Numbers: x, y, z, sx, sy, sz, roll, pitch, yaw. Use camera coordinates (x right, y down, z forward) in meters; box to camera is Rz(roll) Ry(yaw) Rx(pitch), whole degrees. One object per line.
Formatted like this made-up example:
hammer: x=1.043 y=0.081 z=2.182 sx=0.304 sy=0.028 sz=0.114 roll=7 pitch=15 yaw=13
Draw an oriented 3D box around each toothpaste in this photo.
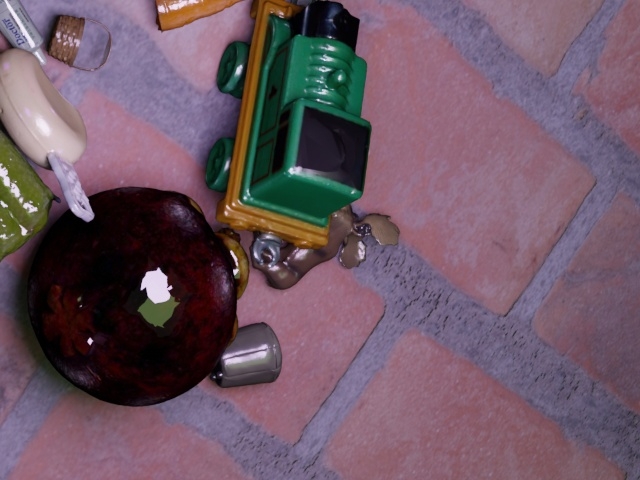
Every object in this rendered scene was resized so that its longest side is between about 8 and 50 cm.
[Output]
toothpaste: x=-0.436 y=-0.328 z=1.738 sx=0.064 sy=0.041 sz=0.218 roll=-35 pitch=112 yaw=-8

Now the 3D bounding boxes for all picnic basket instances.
picnic basket: x=-0.331 y=-0.272 z=1.781 sx=0.083 sy=0.072 sz=0.072 roll=15 pitch=96 yaw=-17

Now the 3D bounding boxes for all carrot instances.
carrot: x=-0.142 y=-0.358 z=1.833 sx=0.205 sy=0.072 sz=0.072 roll=-19 pitch=111 yaw=-10

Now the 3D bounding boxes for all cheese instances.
cheese: x=-0.366 y=-0.142 z=1.697 sx=0.070 sy=0.249 sz=0.163 roll=-32 pitch=134 yaw=9

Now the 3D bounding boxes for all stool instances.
stool: x=-0.118 y=0.179 z=1.985 sx=0.110 sy=0.096 sz=0.096 roll=-9 pitch=107 yaw=-19

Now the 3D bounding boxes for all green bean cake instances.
green bean cake: x=-0.488 y=-0.040 z=1.663 sx=0.247 sy=0.250 sz=0.156 roll=-38 pitch=115 yaw=-12

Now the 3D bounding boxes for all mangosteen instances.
mangosteen: x=-0.236 y=0.068 z=1.801 sx=0.347 sy=0.306 sz=0.307 roll=-24 pitch=115 yaw=-51

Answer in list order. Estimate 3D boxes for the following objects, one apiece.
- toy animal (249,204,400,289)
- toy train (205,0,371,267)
toy animal: x=0.000 y=0.000 z=2.005 sx=0.214 sy=0.094 sz=0.186 roll=-43 pitch=112 yaw=-2
toy train: x=-0.031 y=-0.176 z=1.815 sx=0.178 sy=0.249 sz=0.429 roll=16 pitch=71 yaw=-25
